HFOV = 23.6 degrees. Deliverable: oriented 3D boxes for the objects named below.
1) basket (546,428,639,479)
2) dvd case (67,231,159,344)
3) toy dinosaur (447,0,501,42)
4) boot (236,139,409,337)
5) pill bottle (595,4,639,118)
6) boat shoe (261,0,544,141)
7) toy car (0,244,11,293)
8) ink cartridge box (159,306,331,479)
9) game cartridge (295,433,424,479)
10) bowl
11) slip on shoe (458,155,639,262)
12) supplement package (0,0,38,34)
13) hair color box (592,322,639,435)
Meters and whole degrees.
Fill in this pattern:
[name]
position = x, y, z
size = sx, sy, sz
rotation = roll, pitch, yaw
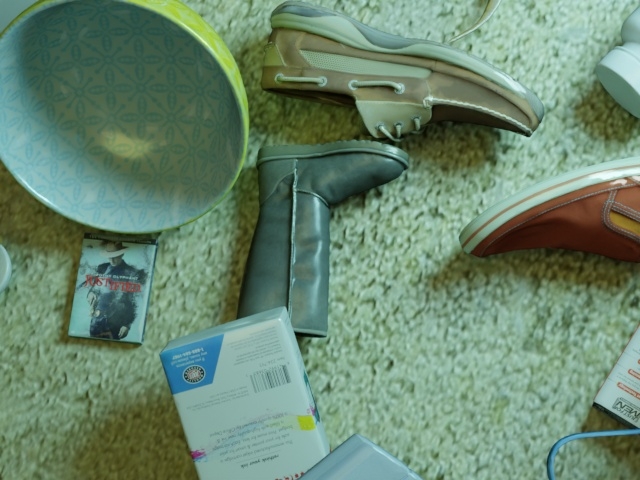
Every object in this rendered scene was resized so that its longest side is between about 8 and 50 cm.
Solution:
[basket]
position = 0.376, 0.294, 1.462
size = 0.289, 0.201, 0.255
rotation = -9, 88, -2
[dvd case]
position = -0.231, 0.053, 1.708
size = 0.087, 0.013, 0.119
rotation = 6, 76, 9
[toy dinosaur]
position = 0.206, -0.312, 1.727
size = 0.112, 0.064, 0.211
rotation = -9, 65, 24
[boot]
position = 0.002, 0.001, 1.659
size = 0.189, 0.076, 0.208
rotation = -4, 68, 21
[pill bottle]
position = 0.389, -0.221, 1.643
size = 0.186, 0.112, 0.112
rotation = -44, 75, -4
[boat shoe]
position = 0.083, -0.161, 1.674
size = 0.324, 0.123, 0.116
rotation = 19, 86, 18
[toy car]
position = -0.440, 0.029, 1.669
size = 0.136, 0.159, 0.182
rotation = 40, 85, 21
[ink cartridge box]
position = -0.067, 0.200, 1.595
size = 0.134, 0.078, 0.231
rotation = -16, 96, 4
[game cartridge]
position = 0.073, 0.350, 1.534
size = 0.196, 0.060, 0.294
rotation = -39, 91, -7
[bowl]
position = -0.208, -0.167, 1.671
size = 0.289, 0.289, 0.156
rotation = 2, 33, 8
[slip on shoe]
position = 0.310, -0.024, 1.606
size = 0.331, 0.123, 0.101
rotation = -11, 79, 0
[supplement package]
position = -0.463, -0.316, 1.747
size = 0.293, 0.177, 0.175
rotation = -22, 74, 2
[hair color box]
position = 0.348, 0.129, 1.596
size = 0.072, 0.043, 0.141
rotation = 32, 81, 13
